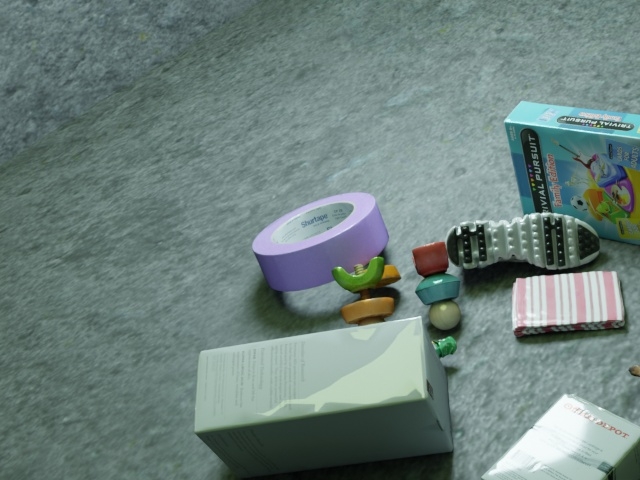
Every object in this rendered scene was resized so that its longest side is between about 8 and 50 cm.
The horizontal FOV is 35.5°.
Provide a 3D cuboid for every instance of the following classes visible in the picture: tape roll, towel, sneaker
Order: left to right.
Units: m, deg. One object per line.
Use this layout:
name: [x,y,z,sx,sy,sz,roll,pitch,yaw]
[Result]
tape roll: [0.000,0.000,2.080,0.274,0.090,0.275,-21,19,8]
sneaker: [0.390,0.001,1.944,0.292,0.110,0.118,1,1,9]
towel: [0.450,0.114,1.825,0.197,0.029,0.144,-5,37,16]

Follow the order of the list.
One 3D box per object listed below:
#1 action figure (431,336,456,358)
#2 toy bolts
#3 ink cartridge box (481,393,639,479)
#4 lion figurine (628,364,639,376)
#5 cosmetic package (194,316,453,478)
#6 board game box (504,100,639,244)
action figure: [0.130,0.210,1.787,0.232,0.137,0.064,-11,77,-2]
toy bolts: [0.158,0.114,1.906,0.228,0.218,0.159,-15,78,8]
ink cartridge box: [0.368,0.345,1.491,0.208,0.087,0.153,-38,38,-23]
lion figurine: [0.619,0.252,1.440,0.392,0.142,0.240,-14,39,38]
cosmetic package: [0.010,0.264,1.640,0.384,0.217,0.156,-11,54,11]
board game box: [0.534,-0.123,1.907,0.336,0.254,0.079,13,46,39]
